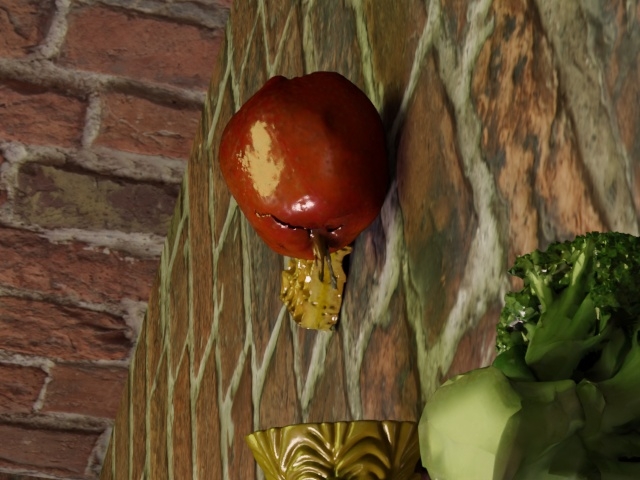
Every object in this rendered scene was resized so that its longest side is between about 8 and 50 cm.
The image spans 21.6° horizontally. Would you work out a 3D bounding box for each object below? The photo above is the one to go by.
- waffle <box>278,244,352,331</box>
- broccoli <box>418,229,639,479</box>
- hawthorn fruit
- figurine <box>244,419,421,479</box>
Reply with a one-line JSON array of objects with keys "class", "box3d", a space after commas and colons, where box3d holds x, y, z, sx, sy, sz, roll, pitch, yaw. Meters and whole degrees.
[{"class": "waffle", "box3d": [0.000, 0.000, 2.246, 0.160, 0.055, 0.211, -137, 56, -73]}, {"class": "broccoli", "box3d": [0.172, 0.119, 1.020, 0.270, 0.270, 0.270, -11, 75, 46]}, {"class": "hawthorn fruit", "box3d": [-0.010, -0.068, 2.059, 0.211, 0.211, 0.299, 120, 141, -57]}, {"class": "figurine", "box3d": [0.027, 0.350, 1.713, 0.168, 0.187, 0.315, 144, 125, -65]}]
